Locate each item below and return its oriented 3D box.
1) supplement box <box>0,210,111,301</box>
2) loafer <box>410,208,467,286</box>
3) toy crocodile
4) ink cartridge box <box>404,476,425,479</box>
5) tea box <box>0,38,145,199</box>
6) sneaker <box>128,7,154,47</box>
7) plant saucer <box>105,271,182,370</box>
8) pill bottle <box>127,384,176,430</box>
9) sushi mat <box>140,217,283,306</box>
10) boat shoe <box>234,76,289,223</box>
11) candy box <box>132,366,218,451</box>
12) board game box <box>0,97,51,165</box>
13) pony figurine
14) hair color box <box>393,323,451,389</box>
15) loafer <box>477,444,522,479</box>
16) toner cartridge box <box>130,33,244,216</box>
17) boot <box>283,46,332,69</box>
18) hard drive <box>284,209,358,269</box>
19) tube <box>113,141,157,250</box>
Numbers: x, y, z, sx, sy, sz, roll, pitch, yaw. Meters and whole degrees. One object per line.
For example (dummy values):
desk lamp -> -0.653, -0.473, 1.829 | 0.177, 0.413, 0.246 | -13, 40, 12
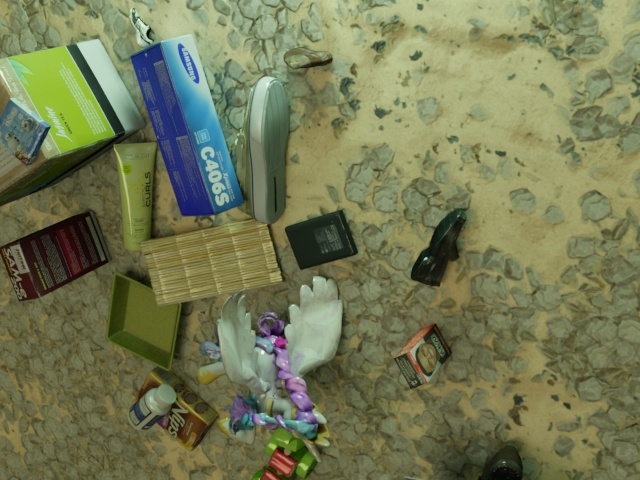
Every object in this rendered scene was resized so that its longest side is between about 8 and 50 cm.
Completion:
supplement box -> -0.585, 0.032, 2.045 | 0.073, 0.239, 0.130 | -13, 101, 31
loafer -> 0.234, 0.015, 1.726 | 0.061, 0.062, 0.170 | 25, 123, -7
toy crocodile -> -0.095, 0.531, 2.045 | 0.115, 0.105, 0.341 | 30, 119, 16
ink cartridge box -> 0.337, 0.558, 1.788 | 0.303, 0.072, 0.307 | 4, 129, 25
tea box -> -0.610, -0.231, 1.917 | 0.329, 0.323, 0.220 | -26, 95, 33
sneaker -> -0.366, -0.440, 1.891 | 0.036, 0.032, 0.083 | -13, 107, 17
plant saucer -> -0.397, 0.179, 2.114 | 0.188, 0.045, 0.188 | 22, 116, 19
pill bottle -> -0.383, 0.379, 2.104 | 0.120, 0.067, 0.067 | -42, 86, 31
sushi mat -> -0.237, 0.047, 1.971 | 0.316, 0.019, 0.152 | -11, 102, 21
boat shoe -> -0.127, -0.175, 1.813 | 0.094, 0.109, 0.303 | 15, 117, 25
candy box -> -0.340, 0.392, 2.156 | 0.186, 0.053, 0.109 | 38, 120, 9
board game box -> -0.553, -0.201, 1.699 | 0.090, 0.020, 0.090 | 37, 112, 7
pony figurine -> -0.110, 0.260, 1.866 | 0.363, 0.302, 0.351 | -6, 92, 54
hair color box -> 0.197, 0.220, 1.760 | 0.043, 0.141, 0.072 | -28, 94, 32
loafer -> 0.352, 0.482, 1.816 | 0.080, 0.078, 0.220 | 24, 134, 5
toner cartridge box -> -0.269, -0.224, 1.848 | 0.165, 0.075, 0.348 | 1, 111, 57
boot -> -0.045, -0.335, 1.706 | 0.106, 0.114, 0.037 | 3, 108, 27
hard drive -> 0.000, 0.000, 1.856 | 0.135, 0.022, 0.094 | -16, 100, 31
tube -> -0.402, -0.097, 2.005 | 0.062, 0.070, 0.240 | 14, 114, 24
